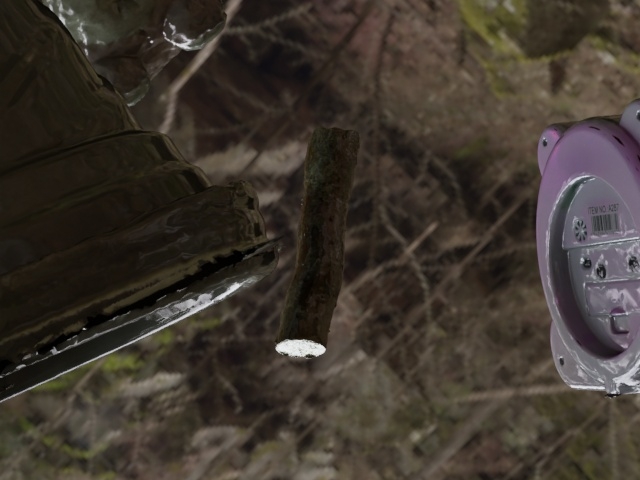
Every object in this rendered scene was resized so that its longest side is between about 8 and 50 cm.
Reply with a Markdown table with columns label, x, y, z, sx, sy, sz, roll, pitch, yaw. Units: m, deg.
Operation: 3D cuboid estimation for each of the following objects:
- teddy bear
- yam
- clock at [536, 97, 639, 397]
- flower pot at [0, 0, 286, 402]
| label | x | y | z | sx | sy | sz | roll | pitch | yaw |
| --- | --- | --- | --- | --- | --- | --- | --- | --- | --- |
| teddy bear | -0.208 | -0.242 | 1.092 | 0.267 | 0.236 | 0.151 | 53 | 173 | -37 |
| yam | 0.000 | 0.000 | 1.387 | 0.061 | 0.061 | 0.253 | 28 | -116 | -43 |
| clock | 0.269 | 0.009 | 1.127 | 0.227 | 0.090 | 0.248 | 168 | 94 | -67 |
| flower pot | -0.141 | -0.004 | 0.450 | 0.141 | 0.235 | 0.235 | 62 | -162 | 2 |
